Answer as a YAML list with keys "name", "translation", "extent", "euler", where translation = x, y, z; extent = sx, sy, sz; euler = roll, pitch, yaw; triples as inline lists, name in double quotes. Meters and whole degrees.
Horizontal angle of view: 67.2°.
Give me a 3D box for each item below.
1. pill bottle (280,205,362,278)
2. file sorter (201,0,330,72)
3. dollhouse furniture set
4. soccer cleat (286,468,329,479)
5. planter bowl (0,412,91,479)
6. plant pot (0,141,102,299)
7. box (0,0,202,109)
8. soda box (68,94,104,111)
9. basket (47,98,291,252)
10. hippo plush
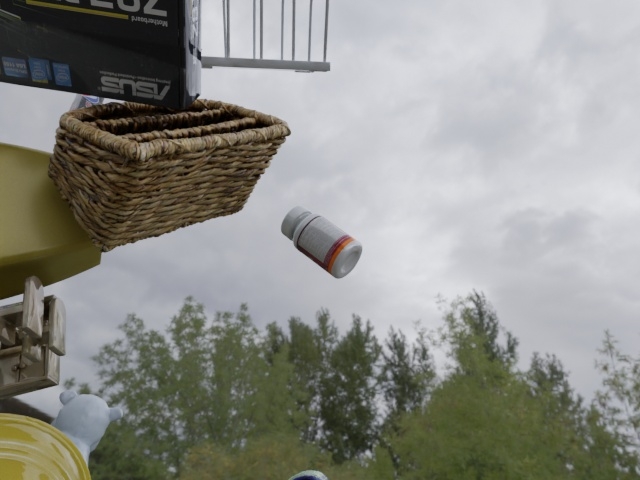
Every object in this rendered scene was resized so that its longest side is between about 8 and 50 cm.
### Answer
- name: "pill bottle"
  translation: [0.000, 0.000, 1.351]
  extent: [0.221, 0.121, 0.121]
  euler: [36, -27, 26]
- name: "file sorter"
  translation: [-0.132, -0.444, 1.003]
  extent: [0.277, 0.193, 0.173]
  euler: [-2, -72, -12]
- name: "dollhouse furniture set"
  translation: [-0.522, 0.133, 0.773]
  extent: [0.212, 0.161, 0.242]
  euler: [-12, -31, -9]
- name: "soccer cleat"
  translation: [-0.095, 0.456, 0.708]
  extent: [0.093, 0.289, 0.121]
  euler: [40, -24, 22]
- name: "planter bowl"
  translation: [-0.311, 0.275, 0.428]
  extent: [0.217, 0.217, 0.090]
  euler: [35, -23, -29]
- name: "plant pot"
  translation: [-0.475, -0.033, 0.809]
  extent: [0.187, 0.212, 0.212]
  euler: [-7, -15, -28]
- name: "box"
  translation: [-0.362, -0.370, 0.647]
  extent: [0.394, 0.097, 0.319]
  euler: [9, -57, -1]
- name: "soda box"
  translation: [-0.616, -0.360, 1.273]
  extent: [0.060, 0.169, 0.053]
  euler: [-31, -47, 21]
- name: "basket"
  translation: [-0.236, -0.156, 0.747]
  extent: [0.214, 0.299, 0.223]
  euler: [53, -47, 13]
- name: "hippo plush"
  translation: [-0.594, 0.456, 1.076]
  extent: [0.234, 0.237, 0.294]
  euler: [22, -49, -17]
